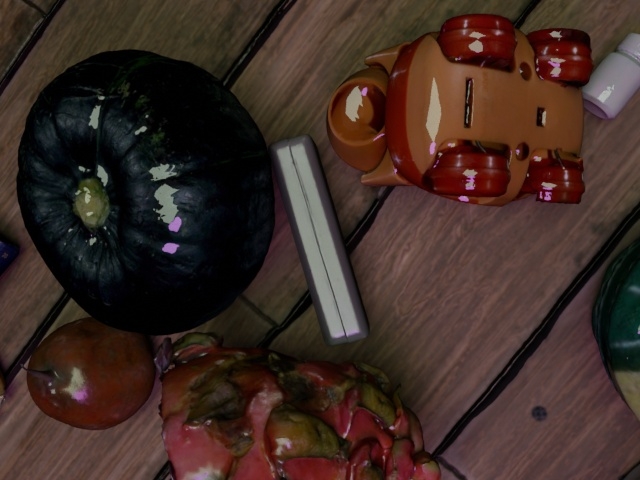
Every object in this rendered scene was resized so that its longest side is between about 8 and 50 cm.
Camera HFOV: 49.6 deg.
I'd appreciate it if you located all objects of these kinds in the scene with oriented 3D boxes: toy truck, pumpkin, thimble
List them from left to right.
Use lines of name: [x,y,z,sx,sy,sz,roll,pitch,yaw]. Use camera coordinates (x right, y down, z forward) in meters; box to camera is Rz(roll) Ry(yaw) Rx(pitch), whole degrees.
pumpkin: [-0.187,-0.058,0.787,0.315,0.238,0.315,10,109,30]
toy truck: [0.148,-0.134,0.770,0.265,0.239,0.189,2,92,-31]
thimble: [0.440,0.098,0.718,0.288,0.167,0.254,-3,92,10]

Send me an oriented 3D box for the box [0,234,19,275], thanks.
box: [-0.540,0.062,0.891,0.168,0.071,0.259,35,76,9]

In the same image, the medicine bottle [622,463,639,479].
medicine bottle: [0.428,0.349,0.692,0.238,0.232,0.238,0,92,9]

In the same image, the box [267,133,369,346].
box: [0.000,0.000,0.819,0.055,0.103,0.244,-16,89,4]

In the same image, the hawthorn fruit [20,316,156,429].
hawthorn fruit: [-0.296,0.169,0.843,0.149,0.189,0.149,9,105,37]

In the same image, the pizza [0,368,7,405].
pizza: [-0.536,0.197,0.933,0.226,0.069,0.147,-18,90,9]

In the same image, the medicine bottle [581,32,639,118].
medicine bottle: [0.338,-0.186,0.785,0.052,0.052,0.089,38,97,7]

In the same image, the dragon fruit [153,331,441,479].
dragon fruit: [-0.009,0.243,0.754,0.263,0.296,0.314,-15,126,-7]
